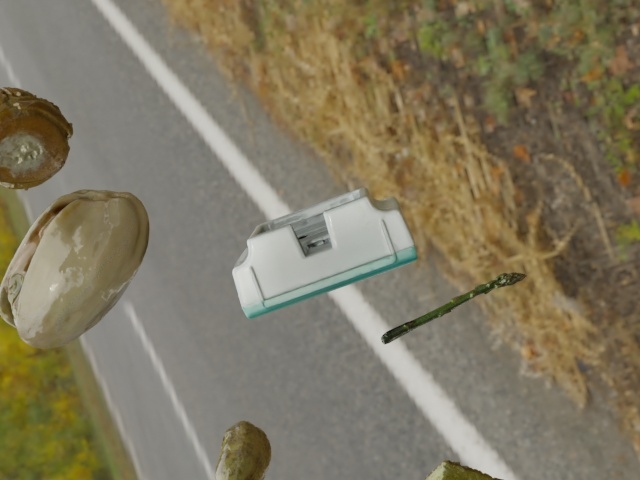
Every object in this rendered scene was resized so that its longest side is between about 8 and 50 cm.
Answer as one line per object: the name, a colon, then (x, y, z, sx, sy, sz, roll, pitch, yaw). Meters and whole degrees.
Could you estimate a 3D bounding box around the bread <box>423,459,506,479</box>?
bread: (0.230, 0.417, 1.734, 0.184, 0.234, 0.110, 124, 160, -45)

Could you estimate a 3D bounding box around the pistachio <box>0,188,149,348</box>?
pistachio: (-0.291, 0.029, 1.487, 0.144, 0.215, 0.144, 37, 177, 3)

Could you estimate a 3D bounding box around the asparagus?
asparagus: (0.186, 0.090, 1.727, 0.022, 0.233, 0.023, 45, 155, 58)

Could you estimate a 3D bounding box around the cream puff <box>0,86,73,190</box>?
cream puff: (-0.390, -0.134, 1.568, 0.103, 0.144, 0.126, 46, 116, 41)

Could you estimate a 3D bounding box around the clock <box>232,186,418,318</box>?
clock: (0.000, 0.000, 1.821, 0.231, 0.262, 0.116, -89, -20, -78)

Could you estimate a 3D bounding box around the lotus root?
lotus root: (-0.143, 0.418, 2.334, 0.258, 0.097, 0.110, -82, -28, -72)
